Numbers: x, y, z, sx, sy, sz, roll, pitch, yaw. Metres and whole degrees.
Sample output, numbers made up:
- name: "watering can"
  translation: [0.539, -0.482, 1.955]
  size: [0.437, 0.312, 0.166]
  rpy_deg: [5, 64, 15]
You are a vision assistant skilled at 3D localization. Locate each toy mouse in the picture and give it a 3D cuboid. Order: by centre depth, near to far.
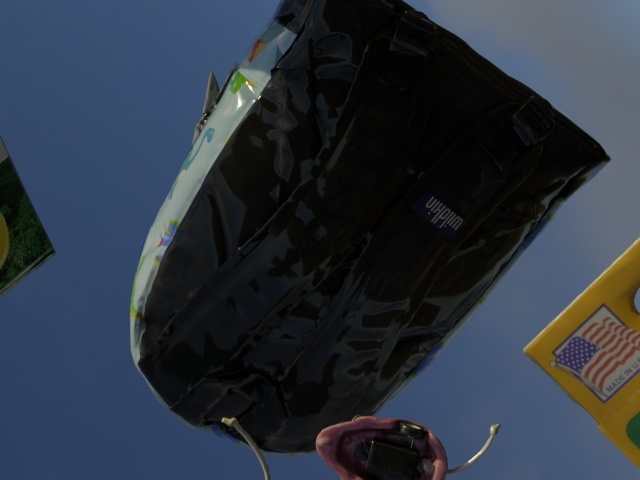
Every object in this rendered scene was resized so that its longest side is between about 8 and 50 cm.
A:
- name: "toy mouse"
  translation: [0.011, 0.129, 0.669]
  size: [0.143, 0.161, 0.031]
  rpy_deg: [37, -173, 6]

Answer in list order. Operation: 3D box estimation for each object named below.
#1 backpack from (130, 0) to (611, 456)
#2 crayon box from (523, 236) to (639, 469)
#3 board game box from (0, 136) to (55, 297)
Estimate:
- name: "backpack"
  translation: [0.000, 0.000, 1.111]
  size: [0.290, 0.355, 0.273]
  rpy_deg: [29, 178, -18]
- name: "crayon box"
  translation: [0.289, 0.093, 0.697]
  size: [0.323, 0.203, 0.083]
  rpy_deg: [45, -163, 4]
- name: "board game box"
  translation: [-0.173, 0.021, 0.283]
  size: [0.260, 0.030, 0.136]
  rpy_deg: [-45, -53, -37]
